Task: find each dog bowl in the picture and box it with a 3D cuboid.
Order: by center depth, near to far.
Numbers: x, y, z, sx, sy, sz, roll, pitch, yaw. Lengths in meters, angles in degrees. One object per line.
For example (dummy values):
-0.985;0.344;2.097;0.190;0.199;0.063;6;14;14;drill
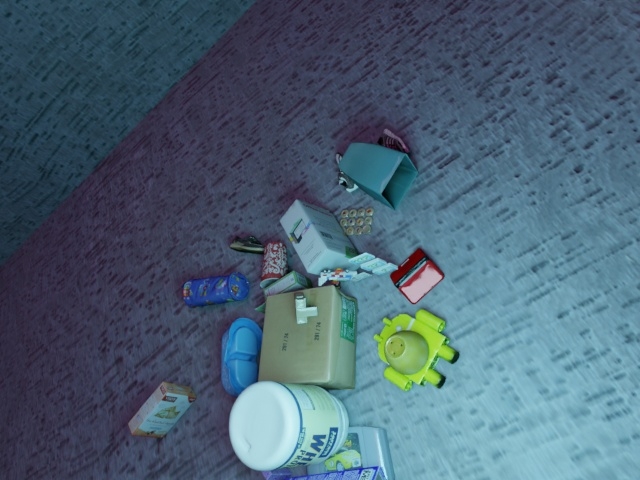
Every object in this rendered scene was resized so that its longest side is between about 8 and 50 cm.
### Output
-0.292;0.440;1.902;0.074;0.165;0.297;-29;54;37;dog bowl

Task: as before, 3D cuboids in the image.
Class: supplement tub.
-0.082;0.541;1.505;0.235;0.324;0.236;-12;67;32;supplement tub

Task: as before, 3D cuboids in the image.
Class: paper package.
-0.039;0.345;1.750;0.309;0.168;0.325;-12;61;30;paper package

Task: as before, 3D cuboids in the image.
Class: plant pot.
0.242;0.327;1.526;0.134;0.095;0.134;-14;63;29;plant pot
0.193;-0.251;1.838;0.234;0.165;0.166;31;88;31;plant pot

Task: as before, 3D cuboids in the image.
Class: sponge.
-0.191;0.715;1.717;0.031;0.117;0.210;-54;49;4;sponge

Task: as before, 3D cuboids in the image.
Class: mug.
-0.194;0.105;2.019;0.150;0.113;0.169;-19;55;26;mug

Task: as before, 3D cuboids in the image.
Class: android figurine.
0.286;0.335;1.591;0.272;0.056;0.248;30;88;40;android figurine

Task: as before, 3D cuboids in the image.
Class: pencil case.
-0.443;0.205;2.146;0.306;0.119;0.133;-12;60;32;pencil case

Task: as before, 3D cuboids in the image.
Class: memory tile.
0.133;-0.070;1.925;0.147;0.012;0.113;-3;67;35;memory tile

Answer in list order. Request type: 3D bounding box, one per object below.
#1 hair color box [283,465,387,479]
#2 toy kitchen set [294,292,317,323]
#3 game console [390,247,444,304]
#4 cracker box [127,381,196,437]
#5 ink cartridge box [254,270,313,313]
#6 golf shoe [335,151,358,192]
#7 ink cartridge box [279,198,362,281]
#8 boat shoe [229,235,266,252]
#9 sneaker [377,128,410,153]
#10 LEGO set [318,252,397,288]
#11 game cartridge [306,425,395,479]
0.048;0.772;1.465;0.338;0.110;0.185;-20;100;29;hair color box
-0.049;0.222;1.693;0.068;0.075;0.083;-5;100;-6;toy kitchen set
0.318;0.117;1.698;0.144;0.085;0.124;-44;19;10;game console
-0.626;0.675;2.030;0.232;0.155;0.067;-50;49;6;cracker box
-0.142;0.203;1.932;0.209;0.109;0.062;-34;52;20;ink cartridge box
0.093;-0.269;2.008;0.094;0.077;0.198;-43;49;12;golf shoe
0.000;0.000;1.856;0.117;0.201;0.278;-49;48;21;ink cartridge box
-0.299;0.014;2.158;0.223;0.080;0.074;4;76;42;boat shoe
0.272;-0.357;1.928;0.075;0.063;0.170;-47;44;8;sneaker
0.114;0.121;1.727;0.244;0.182;0.060;-24;59;35;LEGO set
0.079;0.685;1.577;0.294;0.060;0.196;-25;52;25;game cartridge
